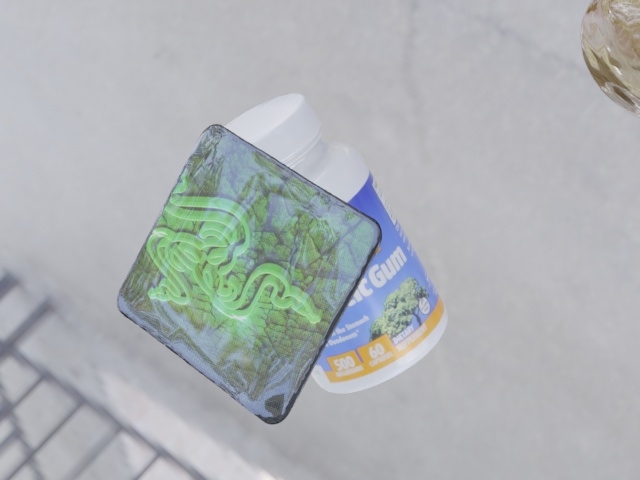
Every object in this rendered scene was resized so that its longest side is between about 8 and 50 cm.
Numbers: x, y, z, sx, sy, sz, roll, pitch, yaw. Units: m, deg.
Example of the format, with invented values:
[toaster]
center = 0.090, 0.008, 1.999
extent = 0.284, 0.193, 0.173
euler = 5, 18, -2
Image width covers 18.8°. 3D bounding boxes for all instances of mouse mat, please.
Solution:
[mouse mat]
center = -0.053, 0.019, 1.304
extent = 0.190, 0.152, 0.007
euler = 33, -173, 41

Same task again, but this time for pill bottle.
[pill bottle]
center = 0.000, 0.000, 1.877
extent = 0.152, 0.152, 0.272
euler = 1, 126, 55

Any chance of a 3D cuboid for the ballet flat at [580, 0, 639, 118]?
[ballet flat]
center = 0.227, -0.066, 0.609
extent = 0.342, 0.124, 0.116
euler = -12, 137, 34
